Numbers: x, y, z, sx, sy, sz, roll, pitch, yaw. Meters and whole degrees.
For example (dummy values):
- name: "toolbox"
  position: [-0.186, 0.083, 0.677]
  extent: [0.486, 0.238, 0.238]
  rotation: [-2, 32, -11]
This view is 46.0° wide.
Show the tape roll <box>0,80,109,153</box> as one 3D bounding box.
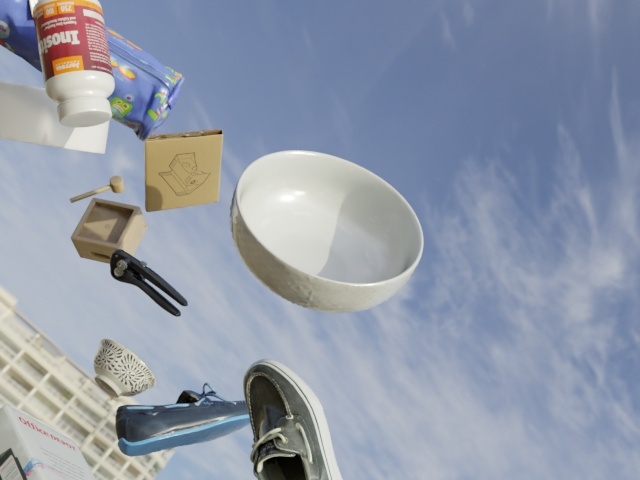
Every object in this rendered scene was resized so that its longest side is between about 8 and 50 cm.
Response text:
- name: "tape roll"
  position: [-0.541, -0.232, 1.408]
  extent: [0.286, 0.100, 0.286]
  rotation: [8, 5, -1]

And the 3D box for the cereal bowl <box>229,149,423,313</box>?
- name: "cereal bowl"
  position: [0.000, 0.000, 1.302]
  extent: [0.339, 0.339, 0.141]
  rotation: [31, -50, 11]

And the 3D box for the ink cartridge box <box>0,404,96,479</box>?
- name: "ink cartridge box"
  position: [-0.275, 0.266, 0.758]
  extent: [0.175, 0.072, 0.127]
  rotation: [42, -9, 38]

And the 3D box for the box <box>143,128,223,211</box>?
- name: "box"
  position: [-0.292, -0.148, 1.608]
  extent: [0.201, 0.164, 0.021]
  rotation: [103, -29, -46]

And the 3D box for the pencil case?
- name: "pencil case"
  position: [-0.347, -0.274, 1.108]
  extent: [0.306, 0.119, 0.133]
  rotation: [34, -24, -24]

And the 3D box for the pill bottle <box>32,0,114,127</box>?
- name: "pill bottle"
  position: [-0.308, -0.225, 0.951]
  extent: [0.086, 0.086, 0.152]
  rotation: [-21, -101, 55]

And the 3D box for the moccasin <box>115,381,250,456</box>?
- name: "moccasin"
  position: [-0.282, 0.377, 1.664]
  extent: [0.138, 0.342, 0.117]
  rotation: [-46, -123, 37]

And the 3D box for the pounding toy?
- name: "pounding toy"
  position: [-0.519, -0.053, 1.836]
  extent: [0.181, 0.206, 0.094]
  rotation: [11, -34, 10]

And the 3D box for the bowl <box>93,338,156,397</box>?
- name: "bowl"
  position: [-0.482, 0.319, 1.789]
  extent: [0.170, 0.080, 0.170]
  rotation: [26, -35, 20]

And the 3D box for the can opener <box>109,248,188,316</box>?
- name: "can opener"
  position: [-0.330, 0.078, 1.449]
  extent: [0.186, 0.073, 0.059]
  rotation: [31, -74, 16]

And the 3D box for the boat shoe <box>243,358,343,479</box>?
- name: "boat shoe"
  position: [-0.049, 0.332, 1.180]
  extent: [0.119, 0.121, 0.335]
  rotation: [17, 39, -56]
